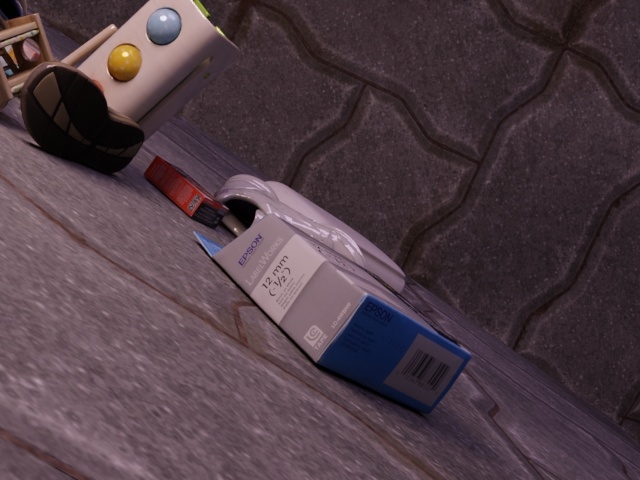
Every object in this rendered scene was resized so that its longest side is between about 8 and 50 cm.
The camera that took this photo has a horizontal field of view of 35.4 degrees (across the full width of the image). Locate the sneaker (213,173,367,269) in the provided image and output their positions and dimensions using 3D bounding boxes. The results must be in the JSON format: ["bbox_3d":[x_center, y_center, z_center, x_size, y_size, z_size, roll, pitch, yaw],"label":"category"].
[{"bbox_3d":[-0.062,0.003,1.747,0.305,0.114,0.152,32,18,4],"label":"sneaker"}]

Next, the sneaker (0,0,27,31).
[{"bbox_3d":[-0.485,-0.328,1.420,0.129,0.111,0.297,45,-29,-2],"label":"sneaker"}]

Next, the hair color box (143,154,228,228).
[{"bbox_3d":[-0.223,-0.080,1.661,0.141,0.043,0.072,39,5,33],"label":"hair color box"}]

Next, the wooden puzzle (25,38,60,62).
[{"bbox_3d":[-0.640,-0.415,2.078,0.221,0.044,0.238,36,0,15],"label":"wooden puzzle"}]

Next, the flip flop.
[{"bbox_3d":[-0.332,-0.172,1.382,0.080,0.112,0.277,45,3,19],"label":"flip flop"}]

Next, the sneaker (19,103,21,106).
[{"bbox_3d":[-0.411,-0.192,1.492,0.083,0.035,0.031,37,4,19],"label":"sneaker"}]

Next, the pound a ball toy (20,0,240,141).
[{"bbox_3d":[-0.315,-0.271,1.531,0.208,0.319,0.136,53,9,16],"label":"pound a ball toy"}]

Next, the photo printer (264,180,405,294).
[{"bbox_3d":[0.000,0.000,2.033,0.307,0.107,0.256,32,6,-36],"label":"photo printer"}]

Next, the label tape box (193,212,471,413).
[{"bbox_3d":[0.010,0.073,1.386,0.249,0.115,0.347,31,8,-44],"label":"label tape box"}]

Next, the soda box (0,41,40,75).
[{"bbox_3d":[-0.567,-0.347,1.749,0.183,0.063,0.058,37,5,9],"label":"soda box"}]

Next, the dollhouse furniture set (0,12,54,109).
[{"bbox_3d":[-0.467,-0.215,1.312,0.160,0.101,0.182,-6,21,27],"label":"dollhouse furniture set"}]
